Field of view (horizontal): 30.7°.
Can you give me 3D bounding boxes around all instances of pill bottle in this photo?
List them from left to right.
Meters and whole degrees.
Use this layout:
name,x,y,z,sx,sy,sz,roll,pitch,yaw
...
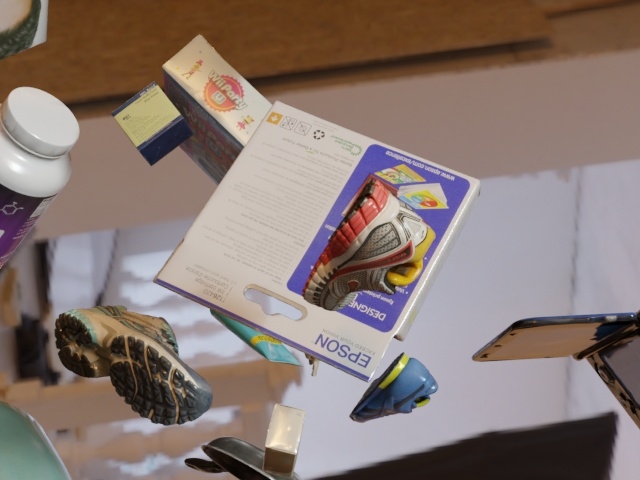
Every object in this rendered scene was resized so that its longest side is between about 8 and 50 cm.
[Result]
name,x,y,z,sx,sy,sz,roll,pitch,yaw
pill bottle,-0.526,-0.094,1.884,0.323,0.181,0.181,-46,-146,30

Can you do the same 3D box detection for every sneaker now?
name,x,y,z,sx,sy,sz,roll,pitch,yaw
sneaker,-0.228,0.146,1.551,0.283,0.122,0.110,25,-59,37
sneaker,0.046,0.027,1.158,0.088,0.093,0.225,-56,179,-24
sneaker,0.109,0.241,1.750,0.069,0.082,0.209,-54,-179,-35

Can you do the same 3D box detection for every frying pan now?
name,x,y,z,sx,sy,sz,roll,pitch,yaw
frying pan,-0.113,0.384,1.906,0.053,0.197,0.326,-58,-177,-19

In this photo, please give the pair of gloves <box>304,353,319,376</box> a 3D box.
name,x,y,z,sx,sy,sz,roll,pitch,yaw
pair of gloves,0.013,0.117,2.170,0.240,0.042,0.204,-73,177,-64

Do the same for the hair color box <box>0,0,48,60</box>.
name,x,y,z,sx,sy,sz,roll,pitch,yaw
hair color box,-0.437,-0.397,1.449,0.114,0.185,0.374,36,-44,20

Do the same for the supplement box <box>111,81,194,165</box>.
name,x,y,z,sx,sy,sz,roll,pitch,yaw
supplement box,-0.251,-0.174,1.741,0.083,0.083,0.056,51,-5,24

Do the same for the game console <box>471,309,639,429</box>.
name,x,y,z,sx,sy,sz,roll,pitch,yaw
game console,0.364,0.189,1.543,0.250,0.173,0.293,54,-11,9

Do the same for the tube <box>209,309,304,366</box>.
name,x,y,z,sx,sy,sz,roll,pitch,yaw
tube,-0.115,0.158,1.977,0.207,0.080,0.052,37,-70,43

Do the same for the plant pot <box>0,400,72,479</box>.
name,x,y,z,sx,sy,sz,roll,pitch,yaw
plant pot,-0.463,0.392,1.600,0.235,0.293,0.293,21,-58,56

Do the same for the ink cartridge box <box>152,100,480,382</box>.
name,x,y,z,sx,sy,sz,roll,pitch,yaw
ink cartridge box,0.000,0.000,1.457,0.307,0.304,0.072,-59,161,-22

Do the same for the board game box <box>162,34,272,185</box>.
name,x,y,z,sx,sy,sz,roll,pitch,yaw
board game box,-0.175,-0.204,2.102,0.224,0.097,0.303,44,-18,9

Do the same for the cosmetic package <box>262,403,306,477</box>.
name,x,y,z,sx,sy,sz,roll,pitch,yaw
cosmetic package,-0.046,0.254,1.468,0.115,0.041,0.060,99,4,-62
